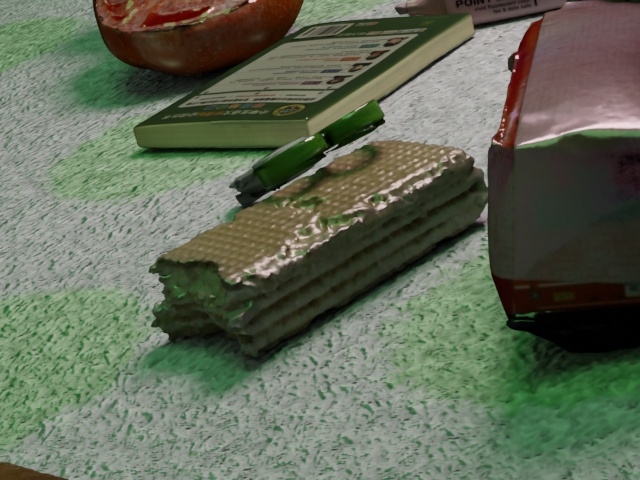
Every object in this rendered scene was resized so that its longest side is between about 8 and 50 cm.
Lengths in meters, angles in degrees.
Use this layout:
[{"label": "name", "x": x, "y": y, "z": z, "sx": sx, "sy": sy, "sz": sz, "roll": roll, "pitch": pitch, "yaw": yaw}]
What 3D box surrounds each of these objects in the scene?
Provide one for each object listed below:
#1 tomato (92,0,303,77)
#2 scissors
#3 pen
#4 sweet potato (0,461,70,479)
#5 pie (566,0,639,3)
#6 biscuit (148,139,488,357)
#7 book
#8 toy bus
[{"label": "tomato", "x": -0.121, "y": -0.239, "z": 1.906, "sx": 0.237, "sy": 0.095, "sz": 0.237, "roll": -10, "pitch": 37, "yaw": 8}, {"label": "scissors", "x": -0.024, "y": -0.056, "z": 1.382, "sx": 0.101, "sy": 0.027, "sz": 0.204, "roll": -29, "pitch": 2, "yaw": -22}, {"label": "pen", "x": 0.163, "y": -0.230, "z": 1.753, "sx": 0.197, "sy": 0.053, "sz": 0.032, "roll": -9, "pitch": 19, "yaw": 18}, {"label": "sweet potato", "x": -0.128, "y": 0.166, "z": 0.902, "sx": 0.114, "sy": 0.092, "sz": 0.341, "roll": -50, "pitch": 31, "yaw": -16}, {"label": "pie", "x": 0.332, "y": -0.192, "z": 1.362, "sx": 0.371, "sy": 0.078, "sz": 0.296, "roll": -6, "pitch": -2, "yaw": -18}, {"label": "biscuit", "x": 0.000, "y": 0.000, "z": 1.270, "sx": 0.239, "sy": 0.062, "sz": 0.108, "roll": -31, "pitch": 25, "yaw": -34}, {"label": "book", "x": -0.012, "y": -0.145, "z": 1.704, "sx": 0.202, "sy": 0.027, "sz": 0.264, "roll": 2, "pitch": 26, "yaw": 38}, {"label": "toy bus", "x": 0.176, "y": -0.049, "z": 1.159, "sx": 0.127, "sy": 0.147, "sz": 0.302, "roll": -5, "pitch": 23, "yaw": 13}]
